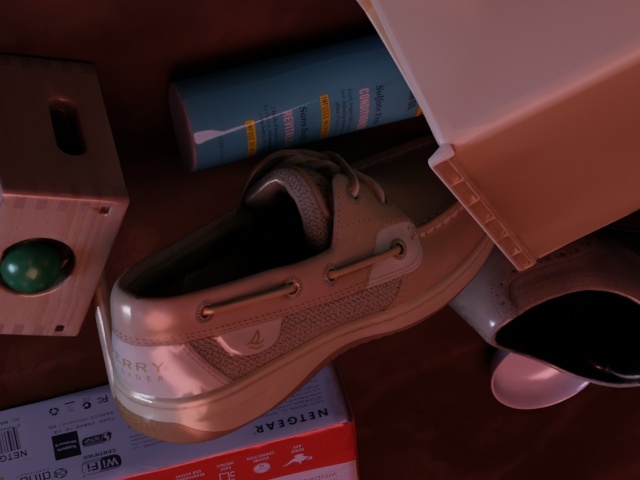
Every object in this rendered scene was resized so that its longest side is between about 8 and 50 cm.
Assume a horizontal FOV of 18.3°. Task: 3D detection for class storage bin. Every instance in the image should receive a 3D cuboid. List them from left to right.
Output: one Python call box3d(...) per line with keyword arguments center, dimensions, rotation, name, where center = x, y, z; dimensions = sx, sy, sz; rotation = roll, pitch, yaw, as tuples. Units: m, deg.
box3d(center=(0.175, -0.113, 1.018), dimensions=(0.262, 0.123, 0.260), rotation=(-27, 161, 9), name="storage bin")

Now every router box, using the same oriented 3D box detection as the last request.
box3d(center=(-0.135, 0.223, 1.403), dimensions=(0.335, 0.082, 0.301), rotation=(-14, 139, -6), name="router box")

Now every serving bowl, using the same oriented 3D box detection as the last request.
box3d(center=(0.156, 0.082, 1.400), dimensions=(0.083, 0.027, 0.083), rotation=(-11, 140, -10), name="serving bowl")

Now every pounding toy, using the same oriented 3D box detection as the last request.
box3d(center=(-0.149, -0.006, 1.098), dimensions=(0.100, 0.141, 0.130), rotation=(3, 135, -25), name="pounding toy")

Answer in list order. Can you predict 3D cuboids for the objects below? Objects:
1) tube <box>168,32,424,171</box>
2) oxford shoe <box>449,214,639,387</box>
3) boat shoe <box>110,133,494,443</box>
box3d(center=(0.017, -0.089, 1.147), dimensions=(0.207, 0.052, 0.080), rotation=(-15, 151, -13), name="tube")
box3d(center=(0.217, 0.054, 1.312), dimensions=(0.348, 0.130, 0.123), rotation=(10, 132, -30), name="oxford shoe")
box3d(center=(0.000, 0.000, 1.122), dimensions=(0.302, 0.109, 0.098), rotation=(-32, 129, -37), name="boat shoe")
